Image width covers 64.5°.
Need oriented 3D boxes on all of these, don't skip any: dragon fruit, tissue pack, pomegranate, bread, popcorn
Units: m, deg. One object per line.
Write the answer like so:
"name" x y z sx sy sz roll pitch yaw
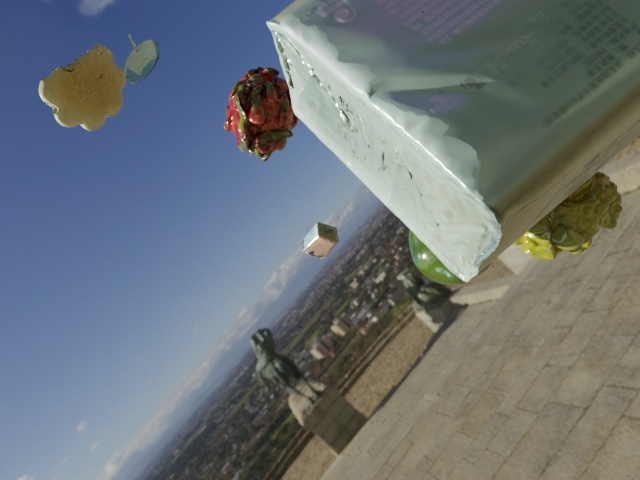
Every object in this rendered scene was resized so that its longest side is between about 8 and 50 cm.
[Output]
"dragon fruit" -0.184 -0.399 1.599 0.237 0.231 0.303 -34 36 53
"tissue pack" 0.000 0.000 1.431 0.094 0.074 0.059 -49 32 44
"pomegranate" 0.283 -0.005 1.077 0.187 0.187 0.225 -48 -21 -17
"tissue pack" 0.202 -0.208 0.557 0.404 0.332 0.205 -38 -22 -10
"bread" -0.603 -0.393 1.333 0.038 0.182 0.251 6 45 32
"popcorn" 0.563 -0.079 1.219 0.250 0.241 0.235 -38 -47 -26

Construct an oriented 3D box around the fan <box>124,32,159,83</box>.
"fan" -0.424 -0.435 1.181 0.113 0.175 0.005 -39 -32 13
